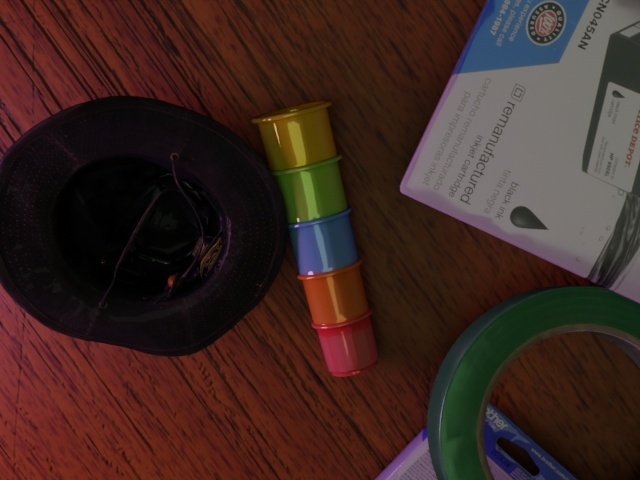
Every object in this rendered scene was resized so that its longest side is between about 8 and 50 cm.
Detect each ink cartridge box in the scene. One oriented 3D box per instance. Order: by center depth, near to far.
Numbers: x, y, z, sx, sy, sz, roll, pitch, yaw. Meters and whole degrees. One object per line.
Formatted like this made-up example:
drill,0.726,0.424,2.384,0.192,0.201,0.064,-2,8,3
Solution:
ink cartridge box,0.323,-0.103,1.231,0.395,0.166,0.285,25,101,2
ink cartridge box,0.147,0.338,1.382,0.186,0.065,0.311,42,104,-1

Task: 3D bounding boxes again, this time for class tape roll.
tape roll,0.284,0.211,1.291,0.321,0.077,0.321,0,87,-6

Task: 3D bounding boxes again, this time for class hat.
hat,-0.208,-0.032,1.329,0.332,0.134,0.331,-2,113,-6

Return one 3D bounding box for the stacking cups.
stacking cups,0.000,0.000,1.339,0.096,0.096,0.316,-11,103,9
